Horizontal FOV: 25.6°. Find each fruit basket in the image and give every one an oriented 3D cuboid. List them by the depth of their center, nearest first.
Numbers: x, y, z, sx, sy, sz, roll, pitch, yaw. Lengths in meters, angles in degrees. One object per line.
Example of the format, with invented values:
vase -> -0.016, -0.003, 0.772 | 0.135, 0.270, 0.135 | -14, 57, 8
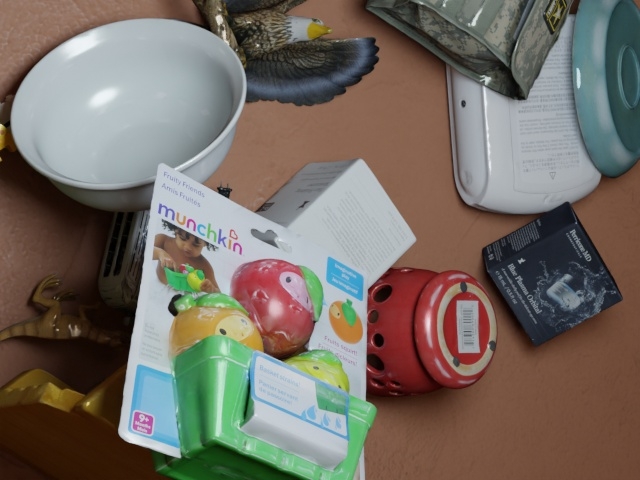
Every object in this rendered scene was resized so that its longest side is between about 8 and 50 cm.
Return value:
fruit basket -> -0.060, 0.113, 1.566 | 0.327, 0.165, 0.353 | 29, 52, -30

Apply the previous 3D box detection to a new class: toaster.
toaster -> -0.200, 0.012, 1.880 | 0.146, 0.129, 0.227 | 18, 79, -27

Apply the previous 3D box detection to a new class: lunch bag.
lunch bag -> 0.247, -0.363, 2.008 | 0.287, 0.169, 0.235 | 29, 81, -28

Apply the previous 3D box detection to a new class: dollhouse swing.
dollhouse swing -> -0.199, 0.161, 1.763 | 0.315, 0.346, 0.305 | 38, 62, -24

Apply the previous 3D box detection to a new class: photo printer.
photo printer -> 0.319, -0.195, 2.196 | 0.256, 0.107, 0.308 | -7, 94, -31

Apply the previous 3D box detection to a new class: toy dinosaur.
toy dinosaur -> -0.351, 0.106, 1.816 | 0.211, 0.064, 0.112 | -1, 56, -4

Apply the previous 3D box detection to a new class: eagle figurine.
eagle figurine -> -0.064, -0.295, 1.953 | 0.298, 0.225, 0.226 | -29, 151, -57

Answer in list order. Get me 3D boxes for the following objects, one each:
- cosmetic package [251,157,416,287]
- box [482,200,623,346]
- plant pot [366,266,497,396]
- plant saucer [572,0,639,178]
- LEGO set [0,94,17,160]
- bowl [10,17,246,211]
cosmetic package -> 0.000, 0.000, 1.983 | 0.183, 0.151, 0.151 | -44, 110, -24
box -> 0.358, 0.052, 2.187 | 0.158, 0.093, 0.156 | -30, 109, 12
plant pot -> 0.144, 0.130, 2.033 | 0.191, 0.174, 0.191 | 6, 81, -42
plant saucer -> 0.475, -0.259, 2.242 | 0.317, 0.043, 0.318 | 9, 80, -58
LEGO set -> -0.451, -0.123, 1.755 | 0.227, 0.087, 0.093 | -40, 110, -25
bowl -> -0.232, -0.136, 1.792 | 0.298, 0.298, 0.134 | -41, 147, -24
